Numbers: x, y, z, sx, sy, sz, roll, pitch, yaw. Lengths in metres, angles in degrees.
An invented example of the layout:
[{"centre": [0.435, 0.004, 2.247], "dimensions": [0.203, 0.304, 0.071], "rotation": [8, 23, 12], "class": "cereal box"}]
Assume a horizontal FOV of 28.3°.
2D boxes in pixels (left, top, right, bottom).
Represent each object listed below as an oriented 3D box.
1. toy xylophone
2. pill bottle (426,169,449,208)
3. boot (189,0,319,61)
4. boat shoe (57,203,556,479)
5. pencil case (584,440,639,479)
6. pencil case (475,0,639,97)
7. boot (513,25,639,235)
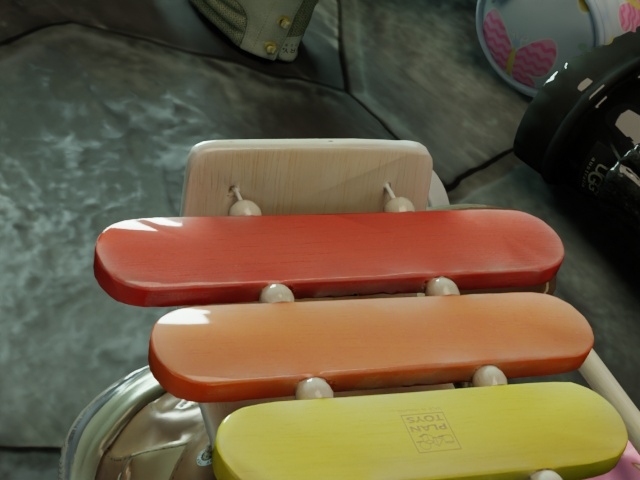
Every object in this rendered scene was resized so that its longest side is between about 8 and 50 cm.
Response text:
[{"centre": [0.058, 0.080, 0.482], "dimensions": [0.236, 0.081, 0.323], "rotation": [-8, 43, -28], "class": "toy xylophone"}, {"centre": [0.000, 0.000, 0.751], "dimensions": [0.160, 0.087, 0.087], "rotation": [-21, 60, -38], "class": "pill bottle"}, {"centre": [0.007, -0.194, 0.885], "dimensions": [0.213, 0.165, 0.077], "rotation": [29, 37, 13], "class": "boot"}, {"centre": [0.027, 0.076, 0.643], "dimensions": [0.324, 0.123, 0.116], "rotation": [-33, 23, -35], "class": "boat shoe"}, {"centre": [0.027, 0.200, 0.521], "dimensions": [0.386, 0.160, 0.167], "rotation": [-19, 59, -36], "class": "pencil case"}, {"centre": [0.238, -0.213, 1.041], "dimensions": [0.273, 0.113, 0.124], "rotation": [-38, 111, -42], "class": "pencil case"}, {"centre": [0.337, -0.059, 0.928], "dimensions": [0.348, 0.131, 0.260], "rotation": [-31, 59, -30], "class": "boot"}]
